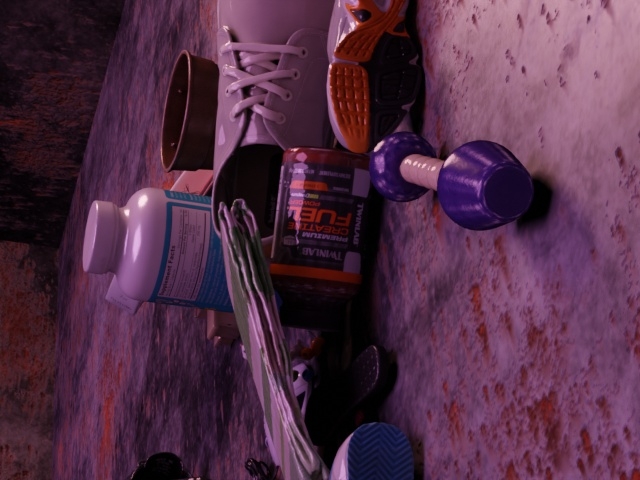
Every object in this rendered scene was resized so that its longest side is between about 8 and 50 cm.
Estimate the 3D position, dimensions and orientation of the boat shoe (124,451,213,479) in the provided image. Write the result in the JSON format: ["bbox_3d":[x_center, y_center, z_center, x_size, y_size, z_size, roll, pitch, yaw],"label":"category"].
[{"bbox_3d":[-0.230,0.370,2.147,0.340,0.127,0.113,176,103,-71],"label":"boat shoe"}]

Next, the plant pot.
[{"bbox_3d":[-0.118,-0.161,1.969,0.167,0.165,0.167,-171,90,-73],"label":"plant pot"}]

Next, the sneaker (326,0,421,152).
[{"bbox_3d":[0.050,-0.188,1.576,0.121,0.099,0.262,110,169,-56],"label":"sneaker"}]

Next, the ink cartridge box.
[{"bbox_3d":[-0.214,-0.048,2.213,0.275,0.060,0.239,-58,-1,-37],"label":"ink cartridge box"}]

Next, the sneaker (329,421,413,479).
[{"bbox_3d":[0.042,0.290,1.372,0.092,0.087,0.228,122,159,-73],"label":"sneaker"}]

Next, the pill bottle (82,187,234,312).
[{"bbox_3d":[-0.165,0.013,1.860,0.146,0.264,0.146,-171,90,-74],"label":"pill bottle"}]

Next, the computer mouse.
[{"bbox_3d":[-0.055,0.233,1.775,0.106,0.042,0.193,-112,35,-62],"label":"computer mouse"}]

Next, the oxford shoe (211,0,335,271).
[{"bbox_3d":[-0.057,-0.181,1.741,0.130,0.169,0.449,10,-99,-72],"label":"oxford shoe"}]

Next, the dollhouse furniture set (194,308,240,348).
[{"bbox_3d":[-0.188,0.104,2.179,0.182,0.101,0.161,121,152,-52],"label":"dollhouse furniture set"}]

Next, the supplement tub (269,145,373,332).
[{"bbox_3d":[0.000,0.000,1.599,0.106,0.106,0.197,176,100,-73],"label":"supplement tub"}]

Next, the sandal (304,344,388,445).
[{"bbox_3d":[0.034,0.168,1.530,0.179,0.040,0.067,-45,42,48],"label":"sandal"}]

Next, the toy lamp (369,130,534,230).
[{"bbox_3d":[0.114,-0.055,1.296,0.275,0.080,0.080,-161,80,-73],"label":"toy lamp"}]

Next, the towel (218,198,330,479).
[{"bbox_3d":[-0.049,0.144,1.578,0.248,0.038,0.324,93,160,-64],"label":"towel"}]

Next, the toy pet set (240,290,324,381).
[{"bbox_3d":[-0.051,0.105,1.739,0.122,0.065,0.114,-10,54,54],"label":"toy pet set"}]
